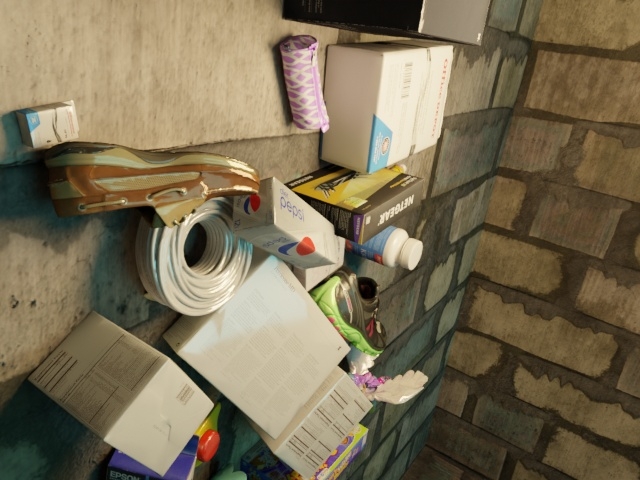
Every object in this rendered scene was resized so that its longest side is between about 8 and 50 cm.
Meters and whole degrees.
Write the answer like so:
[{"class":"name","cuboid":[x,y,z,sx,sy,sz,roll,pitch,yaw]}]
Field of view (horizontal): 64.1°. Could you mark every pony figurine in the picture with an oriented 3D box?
[{"class":"pony figurine","cuboid":[0.165,0.539,1.857,0.351,0.302,0.364,-32,150,-35]}]

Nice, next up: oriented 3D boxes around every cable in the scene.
[{"class":"cable","cuboid":[-0.230,0.008,0.957,0.257,0.089,0.257,-47,135,-43]}]

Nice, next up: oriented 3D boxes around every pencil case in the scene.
[{"class":"pencil case","cuboid":[-0.030,-0.341,1.112,0.086,0.088,0.206,-49,146,-33]}]

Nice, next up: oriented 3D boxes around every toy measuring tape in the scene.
[{"class":"toy measuring tape","cuboid":[-0.263,0.414,1.199,0.330,0.121,0.121,-53,149,-47]}]

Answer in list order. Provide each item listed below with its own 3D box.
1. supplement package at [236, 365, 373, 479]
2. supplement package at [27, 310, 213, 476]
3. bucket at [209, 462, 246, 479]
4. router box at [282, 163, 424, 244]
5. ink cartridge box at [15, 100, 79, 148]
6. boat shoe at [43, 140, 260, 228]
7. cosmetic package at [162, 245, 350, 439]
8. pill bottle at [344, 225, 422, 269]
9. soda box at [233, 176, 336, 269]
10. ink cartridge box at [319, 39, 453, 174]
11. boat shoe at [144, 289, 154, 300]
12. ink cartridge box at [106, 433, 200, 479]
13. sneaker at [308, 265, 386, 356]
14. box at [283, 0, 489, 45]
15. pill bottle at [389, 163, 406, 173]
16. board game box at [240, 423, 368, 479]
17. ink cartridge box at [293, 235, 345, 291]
[{"class":"supplement package","cuboid":[-0.040,0.453,1.394,0.263,0.199,0.198,-45,131,-13]},{"class":"supplement package","cuboid":[-0.332,0.260,0.875,0.149,0.203,0.194,-53,148,-27]},{"class":"bucket","cuboid":[-0.226,0.738,1.296,0.183,0.281,0.281,-34,136,-33]},{"class":"router box","cuboid":[0.083,-0.112,1.288,0.308,0.242,0.081,-31,134,-48]},{"class":"ink cartridge box","cuboid":[-0.372,-0.164,0.715,0.083,0.028,0.048,-34,135,-46]},{"class":"boat shoe","cuboid":[-0.253,-0.078,0.802,0.323,0.122,0.120,0,90,-33]},{"class":"cosmetic package","cuboid":[-0.125,0.234,1.163,0.284,0.097,0.377,-45,126,-16]},{"class":"pill bottle","cuboid":[0.191,0.010,1.564,0.124,0.221,0.124,-36,137,-43]},{"class":"soda box","cuboid":[-0.063,-0.023,1.037,0.286,0.091,0.098,36,47,-60]},{"class":"ink cartridge box","cuboid":[0.182,-0.371,1.363,0.395,0.166,0.286,-29,132,-48]},{"class":"boat shoe","cuboid":[-0.290,0.100,1.009,0.133,0.048,0.042,14,68,-53]},{"class":"ink cartridge box","cuboid":[-0.356,0.538,1.048,0.065,0.165,0.333,-71,173,-76]},{"class":"sneaker","cuboid":[0.133,0.228,1.628,0.202,0.185,0.483,-51,149,-6]},{"class":"box","cuboid":[0.154,-0.526,1.071,0.343,0.312,0.179,-23,127,-52]},{"class":"pill bottle","cuboid":[0.252,-0.226,1.696,0.083,0.043,0.043,-38,138,-43]},{"class":"board game box","cuboid":[-0.042,0.649,1.571,0.347,0.233,0.078,-27,131,-50]},{"class":"ink cartridge box","cuboid":[0.000,0.000,1.413,0.189,0.066,0.233,-33,139,-46]}]
